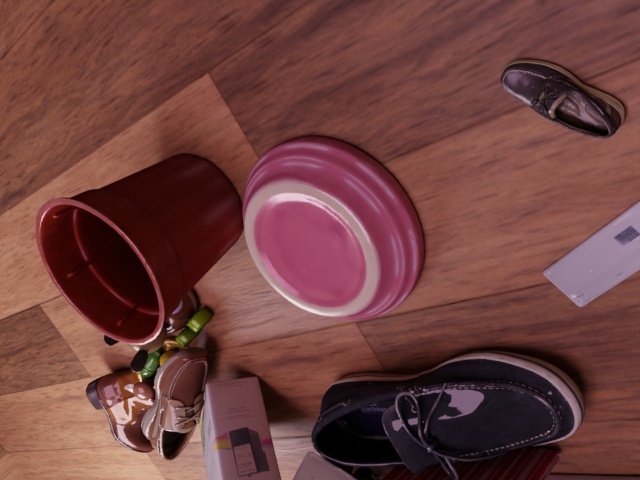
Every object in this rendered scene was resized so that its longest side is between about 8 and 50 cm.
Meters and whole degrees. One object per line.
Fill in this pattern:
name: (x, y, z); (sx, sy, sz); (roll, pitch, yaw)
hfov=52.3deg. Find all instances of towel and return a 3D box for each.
towel: (0.233, 0.394, 1.079); (0.275, 0.199, 0.031); (-11, 98, 40)

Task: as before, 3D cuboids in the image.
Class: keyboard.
keyboard: (0.396, 0.000, 0.825); (0.072, 0.014, 0.256); (47, 135, 7)

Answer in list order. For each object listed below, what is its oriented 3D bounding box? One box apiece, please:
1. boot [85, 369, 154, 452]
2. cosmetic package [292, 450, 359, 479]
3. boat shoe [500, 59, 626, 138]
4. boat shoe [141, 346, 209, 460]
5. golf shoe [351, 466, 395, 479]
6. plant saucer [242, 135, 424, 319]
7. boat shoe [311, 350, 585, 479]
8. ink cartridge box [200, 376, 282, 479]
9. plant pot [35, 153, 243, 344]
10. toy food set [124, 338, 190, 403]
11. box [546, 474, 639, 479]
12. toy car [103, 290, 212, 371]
boot: (-0.433, 0.426, 1.678); (0.280, 0.096, 0.264); (-22, 104, 30)
cosmetic package: (0.017, 0.518, 1.275); (0.153, 0.129, 0.296); (26, 161, 14)
boat shoe: (0.280, -0.167, 0.764); (0.152, 0.049, 0.056); (27, 132, 18)
boat shoe: (-0.306, 0.368, 1.450); (0.116, 0.123, 0.324); (53, 135, 35)
golf shoe: (0.141, 0.447, 1.259); (0.176, 0.086, 0.069); (-9, 112, 37)
plant saucer: (0.000, 0.000, 1.054); (0.332, 0.084, 0.332); (19, 128, 25)
boat shoe: (0.184, 0.301, 1.082); (0.500, 0.156, 0.187); (-15, 108, 40)
ink cartridge box: (-0.161, 0.486, 1.333); (0.353, 0.119, 0.207); (-110, 25, -44)
plant pot: (-0.289, -0.009, 1.126); (0.272, 0.265, 0.272); (18, 128, 24)
toy food set: (-0.373, 0.328, 1.511); (0.128, 0.071, 0.218); (34, 117, -9)
box: (0.405, 0.505, 1.018); (0.345, 0.215, 0.168); (-16, 109, 42)
toy car: (-0.352, 0.178, 1.351); (0.155, 0.188, 0.149); (44, 135, 2)
